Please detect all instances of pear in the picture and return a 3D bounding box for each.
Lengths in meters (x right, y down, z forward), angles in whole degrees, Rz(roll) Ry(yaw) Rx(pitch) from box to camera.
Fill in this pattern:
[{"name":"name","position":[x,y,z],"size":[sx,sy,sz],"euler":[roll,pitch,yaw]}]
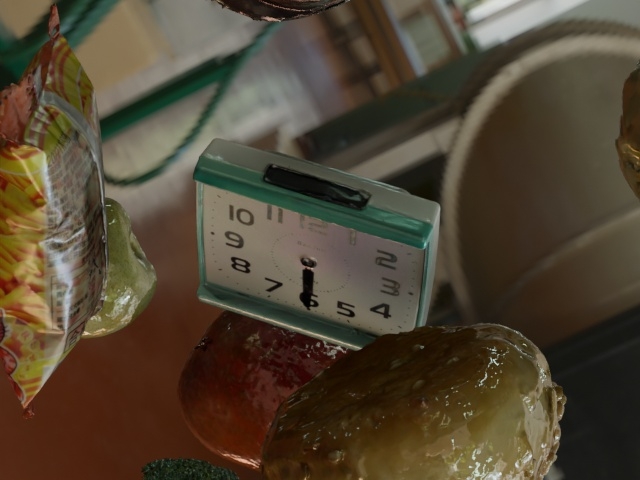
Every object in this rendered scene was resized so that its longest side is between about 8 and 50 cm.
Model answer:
[{"name":"pear","position":[-0.281,0.032,1.974],"size":[0.167,0.136,0.167],"euler":[-22,90,-82]}]

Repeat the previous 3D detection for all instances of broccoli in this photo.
[{"name":"broccoli","position":[-0.140,0.324,1.780],"size":[0.195,0.156,0.195],"euler":[27,5,-3]}]

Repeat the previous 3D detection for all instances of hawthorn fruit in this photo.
[{"name":"hawthorn fruit","position":[-0.017,0.225,2.301],"size":[0.369,0.285,0.285],"euler":[28,-2,16]}]

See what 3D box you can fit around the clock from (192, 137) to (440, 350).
[{"name":"clock","position":[0.000,0.000,1.747],"size":[0.231,0.262,0.116],"euler":[92,17,-50]}]

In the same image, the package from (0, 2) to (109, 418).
[{"name":"package","position":[-0.227,-0.027,1.343],"size":[0.223,0.108,0.288],"euler":[-96,-167,-58]}]

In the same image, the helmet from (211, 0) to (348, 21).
[{"name":"helmet","position":[0.000,-0.358,1.699],"size":[0.225,0.305,0.177],"euler":[49,-3,-18]}]

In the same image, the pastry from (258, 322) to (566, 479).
[{"name":"pastry","position":[0.093,0.205,1.561],"size":[0.284,0.315,0.184],"euler":[-34,104,-36]}]

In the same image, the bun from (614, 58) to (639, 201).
[{"name":"bun","position":[0.354,-0.078,1.490],"size":[0.239,0.141,0.239],"euler":[157,-90,-81]}]
